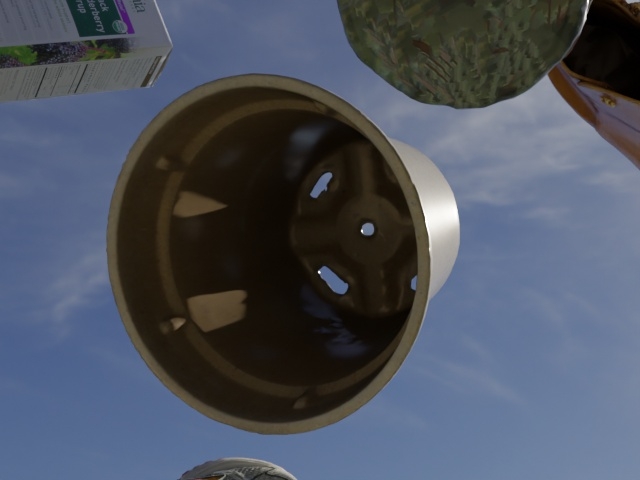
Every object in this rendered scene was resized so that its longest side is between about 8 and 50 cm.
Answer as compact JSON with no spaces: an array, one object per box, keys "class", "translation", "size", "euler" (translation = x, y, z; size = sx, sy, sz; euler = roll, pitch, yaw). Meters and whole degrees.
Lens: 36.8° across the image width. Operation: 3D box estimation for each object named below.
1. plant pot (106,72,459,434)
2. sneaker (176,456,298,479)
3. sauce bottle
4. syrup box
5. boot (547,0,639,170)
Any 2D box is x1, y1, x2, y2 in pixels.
[{"class":"plant pot","translation":[0.000,0.000,1.017],"size":[0.334,0.333,0.305],"euler":[-13,1,24]},{"class":"sneaker","translation":[-0.109,0.251,0.852],"size":[0.225,0.088,0.093],"euler":[-5,1,-34]},{"class":"sauce bottle","translation":[0.095,-0.173,0.523],"size":[0.111,0.344,0.111],"euler":[7,-63,13]},{"class":"syrup box","translation":[-0.300,-0.226,1.102],"size":[0.237,0.093,0.096],"euler":[-13,-18,-32]},{"class":"boot","translation":[0.280,-0.077,0.715],"size":[0.104,0.295,0.211],"euler":[-54,-22,12]}]
